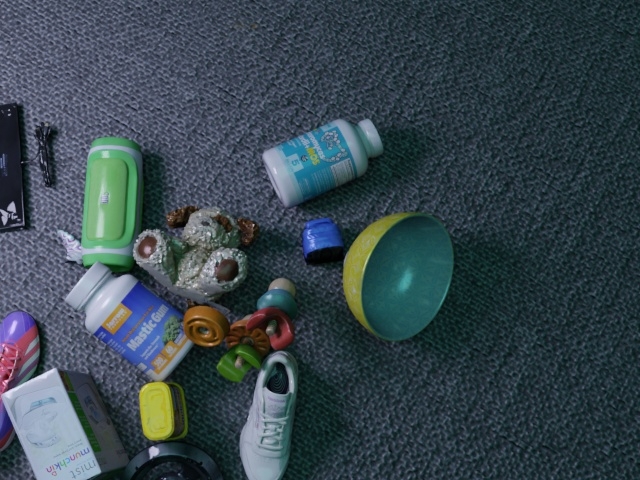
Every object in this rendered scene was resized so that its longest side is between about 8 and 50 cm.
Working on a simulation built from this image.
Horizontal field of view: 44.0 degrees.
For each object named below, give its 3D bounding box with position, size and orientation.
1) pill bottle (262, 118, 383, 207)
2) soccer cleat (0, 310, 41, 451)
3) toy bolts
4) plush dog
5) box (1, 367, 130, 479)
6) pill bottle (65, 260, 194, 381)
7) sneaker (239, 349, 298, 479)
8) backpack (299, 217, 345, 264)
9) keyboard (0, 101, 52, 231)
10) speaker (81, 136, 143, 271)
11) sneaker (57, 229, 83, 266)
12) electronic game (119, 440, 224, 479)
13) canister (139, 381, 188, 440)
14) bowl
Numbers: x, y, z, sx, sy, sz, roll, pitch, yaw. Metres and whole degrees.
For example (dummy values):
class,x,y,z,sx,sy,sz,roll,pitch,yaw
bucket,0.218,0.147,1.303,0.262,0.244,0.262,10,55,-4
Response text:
class,x,y,z,sx,sy,sz,roll,pitch,yaw
pill bottle,0.009,-0.190,1.842,0.264,0.146,0.146,-25,79,-6
soccer cleat,-0.698,0.308,1.737,0.109,0.116,0.318,11,78,2
toy bolts,-0.156,0.159,1.705,0.229,0.158,0.218,-33,115,31
plush dog,-0.259,0.024,1.792,0.263,0.210,0.225,14,58,12
box,-0.523,0.401,1.646,0.127,0.262,0.231,-27,78,-7
pill bottle,-0.411,0.171,1.722,0.272,0.152,0.152,39,80,-9
sneaker,-0.114,0.386,1.711,0.114,0.152,0.304,6,79,-1
backpack,0.000,0.000,1.813,0.098,0.120,0.101,-15,78,-3
keyboard,-0.730,-0.179,1.890,0.202,0.033,0.316,-9,79,4
speaker,-0.479,-0.081,1.823,0.131,0.131,0.296,0,77,-1
sneaker,-0.587,0.024,1.842,0.098,0.038,0.069,34,79,7
electronic game,-0.320,0.543,1.704,0.230,0.048,0.229,0,96,-5
canister,-0.336,0.367,1.702,0.074,0.170,0.126,-9,78,-2
bowl,0.145,0.065,1.766,0.156,0.289,0.289,18,73,48
